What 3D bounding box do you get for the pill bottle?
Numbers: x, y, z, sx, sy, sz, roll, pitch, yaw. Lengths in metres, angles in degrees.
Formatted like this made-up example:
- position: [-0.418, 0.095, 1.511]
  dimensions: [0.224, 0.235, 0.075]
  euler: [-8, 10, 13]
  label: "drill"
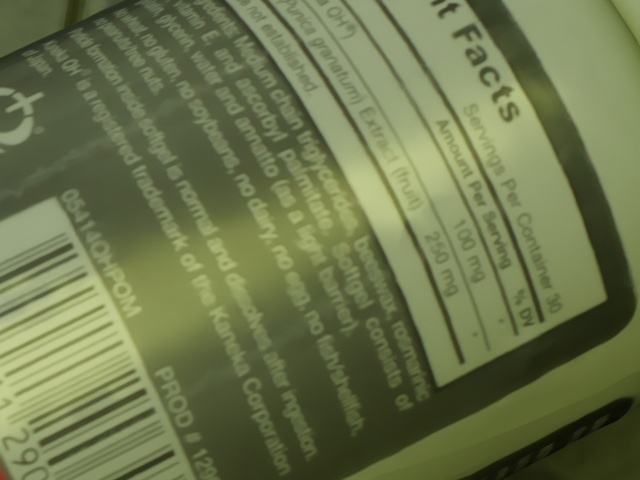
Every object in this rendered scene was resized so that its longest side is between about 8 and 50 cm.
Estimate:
- position: [0.000, 0.000, 0.571]
  dimensions: [0.318, 0.176, 0.176]
  euler: [-26, 81, -13]
  label: "pill bottle"
